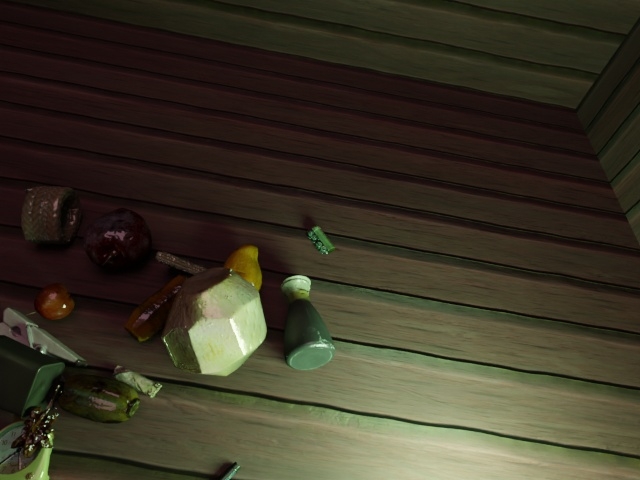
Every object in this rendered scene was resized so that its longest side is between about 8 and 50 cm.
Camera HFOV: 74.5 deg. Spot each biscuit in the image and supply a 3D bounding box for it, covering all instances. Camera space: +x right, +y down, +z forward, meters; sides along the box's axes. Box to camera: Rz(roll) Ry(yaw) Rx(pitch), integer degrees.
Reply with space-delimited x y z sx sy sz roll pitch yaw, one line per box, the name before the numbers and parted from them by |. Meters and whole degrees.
biscuit | -0.479 0.105 1.580 0.252 0.150 0.052 21 81 11

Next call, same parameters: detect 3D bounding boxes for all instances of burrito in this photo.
burrito | -0.597 0.453 1.358 0.171 0.042 0.051 23 54 5

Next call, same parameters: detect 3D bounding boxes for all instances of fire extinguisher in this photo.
fire extinguisher | -0.275 0.688 1.234 0.038 0.025 0.083 7 36 48

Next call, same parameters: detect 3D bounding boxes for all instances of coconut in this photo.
coconut | -0.348 0.276 1.377 0.352 0.352 0.352 5 51 -6

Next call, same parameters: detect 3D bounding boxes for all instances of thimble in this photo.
thimble | -1.040 -0.098 1.631 0.148 0.196 0.229 2 81 -5

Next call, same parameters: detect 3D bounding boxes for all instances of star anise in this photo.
star anise | -0.777 0.501 1.174 0.097 0.070 0.190 8 60 9

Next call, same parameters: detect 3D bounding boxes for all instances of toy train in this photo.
toy train | 0.000 0.000 1.830 0.071 0.038 0.148 -23 59 -25

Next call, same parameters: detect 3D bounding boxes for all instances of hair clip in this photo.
hair clip | -0.912 0.340 1.357 0.331 0.085 0.101 32 73 11

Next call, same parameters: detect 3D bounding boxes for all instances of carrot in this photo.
carrot | -0.555 0.226 1.502 0.114 0.114 0.302 30 51 14

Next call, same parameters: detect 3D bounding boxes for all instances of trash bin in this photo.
trash bin | -0.913 0.400 1.243 0.240 0.122 0.164 18 84 11

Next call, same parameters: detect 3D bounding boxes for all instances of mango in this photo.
mango | -0.300 0.133 1.627 0.157 0.109 0.262 -1 50 6

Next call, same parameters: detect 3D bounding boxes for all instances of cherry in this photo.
cherry | -0.761 -0.010 1.599 0.230 0.203 0.300 -7 44 -7

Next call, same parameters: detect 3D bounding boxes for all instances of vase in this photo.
vase | -0.062 0.285 1.519 0.173 0.173 0.321 -3 46 -13

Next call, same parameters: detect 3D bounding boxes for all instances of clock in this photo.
clock | -0.844 0.583 1.190 0.170 0.069 0.232 -2 51 -11

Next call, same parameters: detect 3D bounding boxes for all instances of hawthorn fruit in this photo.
hawthorn fruit | -0.912 0.219 1.443 0.125 0.125 0.140 19 63 5

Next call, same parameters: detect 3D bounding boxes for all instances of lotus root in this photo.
lotus root | -0.668 0.478 1.273 0.241 0.123 0.124 15 79 -1
